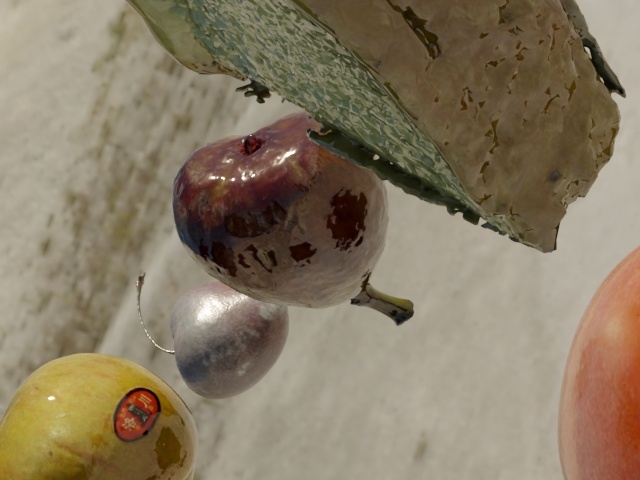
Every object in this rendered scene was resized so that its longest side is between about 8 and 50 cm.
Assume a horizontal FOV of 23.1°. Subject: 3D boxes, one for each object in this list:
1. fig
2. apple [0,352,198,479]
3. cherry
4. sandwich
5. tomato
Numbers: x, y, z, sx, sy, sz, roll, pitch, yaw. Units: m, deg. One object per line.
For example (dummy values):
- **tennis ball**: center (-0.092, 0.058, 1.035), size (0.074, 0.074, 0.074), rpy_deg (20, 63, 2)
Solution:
- **fig**: center (0.000, -0.002, 1.294), size (0.170, 0.274, 0.145), rpy_deg (-24, 50, 19)
- **apple**: center (-0.182, 0.181, 1.250), size (0.182, 0.155, 0.182), rpy_deg (22, -90, -88)
- **cherry**: center (-0.107, 0.078, 1.697), size (0.148, 0.115, 0.188), rpy_deg (-49, 39, 32)
- **sandwich**: center (-0.022, -0.117, 0.592), size (0.087, 0.226, 0.251), rpy_deg (-53, 38, -5)
- **tomato**: center (0.320, 0.141, 1.166), size (0.321, 0.321, 0.321), rpy_deg (-160, 90, -81)
